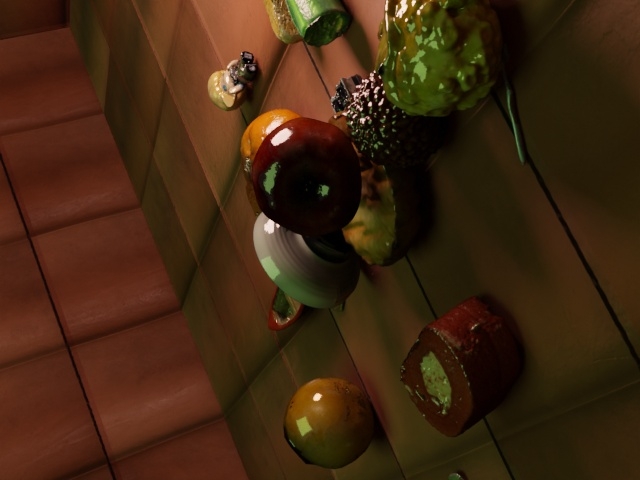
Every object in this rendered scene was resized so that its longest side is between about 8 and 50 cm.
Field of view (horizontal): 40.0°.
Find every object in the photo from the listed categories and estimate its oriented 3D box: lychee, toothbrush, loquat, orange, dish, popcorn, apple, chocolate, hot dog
[{"bbox_3d":[0.128,-0.216,1.555,0.188,0.188,0.188,47,146,45],"label":"lychee"},{"bbox_3d":[0.301,-0.211,1.375,0.019,0.013,0.193,4,110,57],"label":"toothbrush"},{"bbox_3d":[0.022,0.457,2.207,0.235,0.235,0.235,47,146,45],"label":"loquat"},{"bbox_3d":[-0.096,-0.202,2.074,0.224,0.170,0.224,47,148,43],"label":"orange"},{"bbox_3d":[0.000,0.000,1.944,0.134,0.273,0.273,-43,64,37],"label":"dish"},{"bbox_3d":[0.167,-0.307,1.374,0.266,0.192,0.233,28,131,61],"label":"popcorn"},{"bbox_3d":[-0.027,-0.126,1.678,0.234,0.234,0.234,47,146,45],"label":"apple"},{"bbox_3d":[-0.041,-0.539,1.807,0.291,0.110,0.110,66,156,22],"label":"chocolate"},{"bbox_3d":[-0.090,-0.544,1.926,0.073,0.084,0.243,-21,88,66],"label":"hot dog"}]

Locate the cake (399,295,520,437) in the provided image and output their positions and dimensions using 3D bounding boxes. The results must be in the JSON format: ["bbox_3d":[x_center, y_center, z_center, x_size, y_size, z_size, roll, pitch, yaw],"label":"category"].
[{"bbox_3d":[0.261,0.239,1.627,0.177,0.150,0.283,49,150,20],"label":"cake"}]

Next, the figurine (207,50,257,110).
[{"bbox_3d":[-0.226,-0.416,2.304,0.196,0.108,0.114,-34,78,60],"label":"figurine"}]

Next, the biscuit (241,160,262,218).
[{"bbox_3d":[-0.146,-0.117,2.407,0.290,0.041,0.208,62,154,26],"label":"biscuit"}]

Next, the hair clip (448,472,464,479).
[{"bbox_3d":[0.315,0.562,1.883,0.137,0.022,0.054,66,155,16],"label":"hair clip"}]

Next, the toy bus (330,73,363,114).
[{"bbox_3d":[0.061,-0.292,1.799,0.052,0.058,0.102,65,161,18],"label":"toy bus"}]

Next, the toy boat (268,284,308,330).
[{"bbox_3d":[-0.071,0.153,2.378,0.392,0.079,0.136,116,136,-59],"label":"toy boat"}]

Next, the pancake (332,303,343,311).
[{"bbox_3d":[0.030,0.131,2.230,0.115,0.011,0.115,51,150,44],"label":"pancake"}]

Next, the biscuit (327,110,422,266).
[{"bbox_3d":[0.105,-0.109,1.774,0.325,0.107,0.326,163,90,-70],"label":"biscuit"}]
